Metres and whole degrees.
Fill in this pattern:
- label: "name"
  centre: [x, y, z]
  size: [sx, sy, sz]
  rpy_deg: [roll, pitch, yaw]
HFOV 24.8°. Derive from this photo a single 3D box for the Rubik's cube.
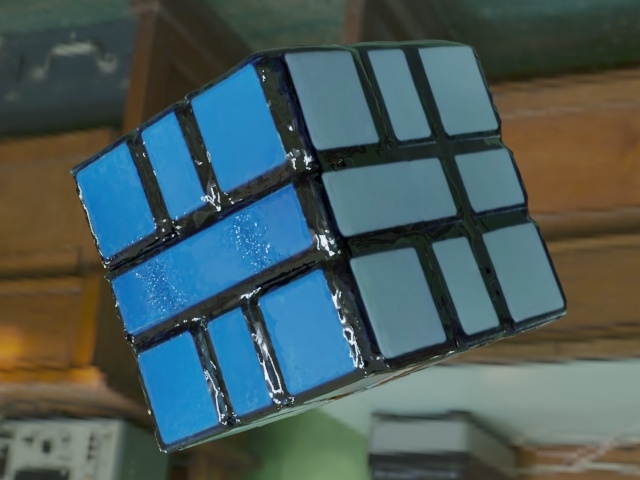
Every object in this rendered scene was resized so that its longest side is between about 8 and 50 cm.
- label: "Rubik's cube"
  centre: [0.000, 0.000, 1.288]
  size: [0.288, 0.283, 0.293]
  rpy_deg: [-26, 172, 39]
